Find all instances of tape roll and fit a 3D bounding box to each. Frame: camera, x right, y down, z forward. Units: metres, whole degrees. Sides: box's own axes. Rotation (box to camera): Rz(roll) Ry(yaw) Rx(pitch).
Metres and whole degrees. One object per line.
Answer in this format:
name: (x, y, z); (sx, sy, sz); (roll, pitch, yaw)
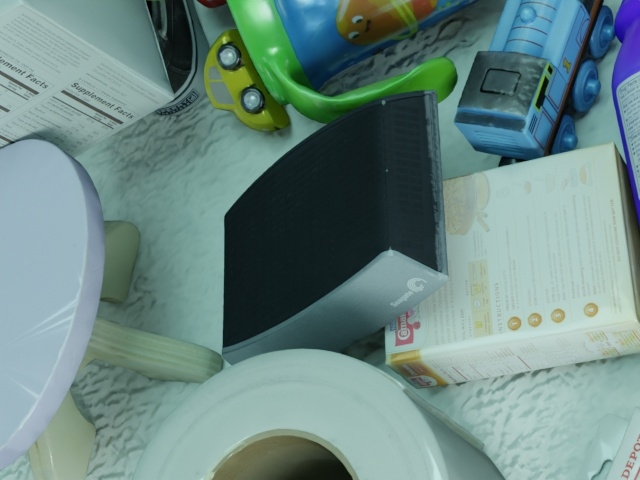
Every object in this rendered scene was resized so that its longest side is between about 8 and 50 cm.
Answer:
tape roll: (0.005, 0.215, 0.933); (0.246, 0.169, 0.246); (-11, 64, 23)

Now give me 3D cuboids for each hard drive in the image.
hard drive: (0.000, 0.000, 1.033); (0.254, 0.054, 0.172); (-33, 50, 49)

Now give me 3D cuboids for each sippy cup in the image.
sippy cup: (0.033, -0.257, 1.116); (0.224, 0.240, 0.305); (-19, 99, 7)

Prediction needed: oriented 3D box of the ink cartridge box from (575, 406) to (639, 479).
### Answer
ink cartridge box: (0.244, 0.182, 0.890); (0.180, 0.060, 0.104); (19, 78, 33)

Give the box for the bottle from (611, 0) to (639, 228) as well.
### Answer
bottle: (0.275, -0.108, 0.987); (0.118, 0.092, 0.283); (-20, 59, 25)

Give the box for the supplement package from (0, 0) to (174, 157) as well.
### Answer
supplement package: (-0.262, -0.226, 1.120); (0.145, 0.204, 0.262); (-28, 64, 19)

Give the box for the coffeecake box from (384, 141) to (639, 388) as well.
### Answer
coffeecake box: (0.142, 0.021, 0.995); (0.185, 0.068, 0.142); (-12, 63, 21)

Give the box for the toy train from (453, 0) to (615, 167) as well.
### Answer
toy train: (0.172, -0.139, 1.046); (0.080, 0.105, 0.184); (14, 75, 31)

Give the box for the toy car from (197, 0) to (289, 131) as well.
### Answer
toy car: (-0.122, -0.216, 1.164); (0.053, 0.225, 0.239); (-28, 58, 19)

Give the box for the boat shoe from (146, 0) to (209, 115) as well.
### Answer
boat shoe: (-0.195, -0.258, 1.290); (0.113, 0.105, 0.306); (-25, 59, 15)

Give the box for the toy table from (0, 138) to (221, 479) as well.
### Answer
toy table: (-0.225, 0.075, 1.122); (0.252, 0.161, 0.274); (13, 75, 31)
